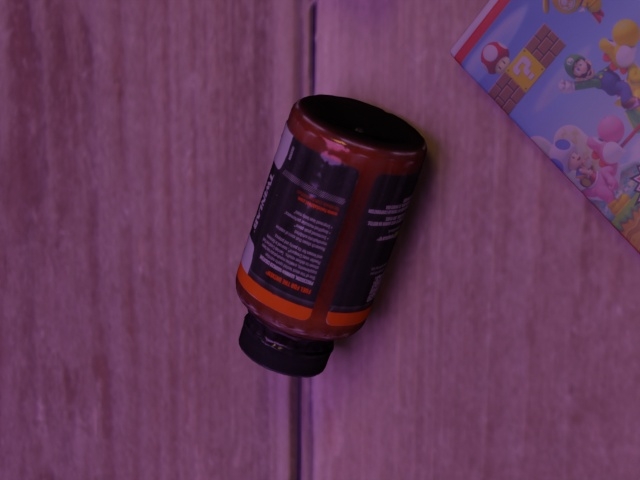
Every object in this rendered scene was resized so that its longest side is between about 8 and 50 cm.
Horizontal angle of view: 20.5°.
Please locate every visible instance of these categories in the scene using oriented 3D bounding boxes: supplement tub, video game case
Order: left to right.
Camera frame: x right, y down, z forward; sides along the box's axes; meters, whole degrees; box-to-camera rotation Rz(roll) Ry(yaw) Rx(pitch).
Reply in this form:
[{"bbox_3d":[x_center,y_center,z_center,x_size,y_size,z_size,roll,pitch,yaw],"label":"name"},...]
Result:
[{"bbox_3d":[0.000,0.000,1.300,0.106,0.106,0.197,30,113,27],"label":"supplement tub"},{"bbox_3d":[0.239,-0.101,1.169,0.285,0.025,0.204,49,121,18],"label":"video game case"}]
